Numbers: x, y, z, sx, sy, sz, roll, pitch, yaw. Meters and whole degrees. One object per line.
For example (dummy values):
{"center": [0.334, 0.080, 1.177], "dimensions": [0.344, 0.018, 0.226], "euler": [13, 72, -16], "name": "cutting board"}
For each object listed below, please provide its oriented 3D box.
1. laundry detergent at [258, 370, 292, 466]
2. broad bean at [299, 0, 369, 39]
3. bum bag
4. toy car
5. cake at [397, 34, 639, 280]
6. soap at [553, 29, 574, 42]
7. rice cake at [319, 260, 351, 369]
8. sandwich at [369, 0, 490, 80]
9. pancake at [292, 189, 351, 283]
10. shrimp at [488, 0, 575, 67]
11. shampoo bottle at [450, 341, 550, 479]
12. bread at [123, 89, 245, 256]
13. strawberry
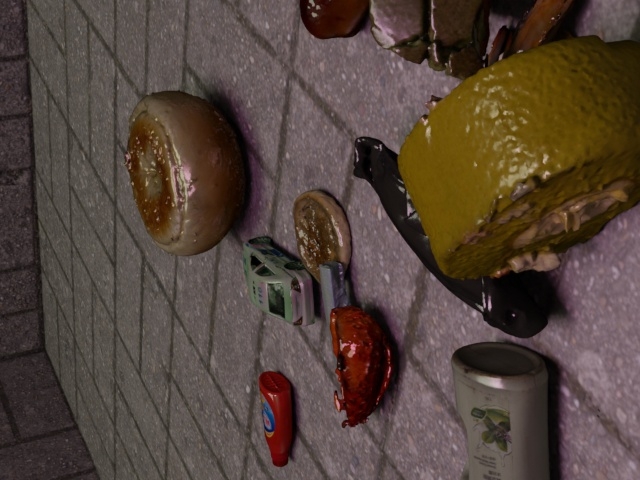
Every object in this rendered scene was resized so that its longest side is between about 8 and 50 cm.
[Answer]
{"center": [-0.077, 0.313, 1.781], "dimensions": [0.097, 0.049, 0.165], "euler": [-135, 39, -59], "name": "laundry detergent"}
{"center": [0.026, -0.323, 1.248], "dimensions": [0.114, 0.084, 0.165], "euler": [46, 137, 21], "name": "broad bean"}
{"center": [0.142, -0.004, 1.132], "dimensions": [0.326, 0.080, 0.142], "euler": [52, 180, 40], "name": "bum bag"}
{"center": [-0.078, 0.065, 1.641], "dimensions": [0.224, 0.076, 0.090], "euler": [31, 130, 57], "name": "toy car"}
{"center": [0.186, -0.067, 0.915], "dimensions": [0.156, 0.179, 0.260], "euler": [67, 154, 19], "name": "cake"}
{"center": [0.223, -0.162, 0.990], "dimensions": [0.034, 0.012, 0.089], "euler": [61, 150, 31], "name": "soap"}
{"center": [0.028, 0.114, 1.473], "dimensions": [0.042, 0.030, 0.180], "euler": [19, 126, 50], "name": "rice cake"}
{"center": [0.109, -0.294, 0.988], "dimensions": [0.212, 0.109, 0.292], "euler": [-57, -34, -73], "name": "sandwich"}
{"center": [0.001, 0.000, 1.502], "dimensions": [0.152, 0.025, 0.151], "euler": [34, 133, 47], "name": "pancake"}
{"center": [0.196, -0.197, 0.988], "dimensions": [0.178, 0.034, 0.124], "euler": [-61, 11, 20], "name": "shrimp"}
{"center": [0.200, 0.238, 1.131], "dimensions": [0.118, 0.087, 0.234], "euler": [18, 118, 58], "name": "shampoo bottle"}
{"center": [-0.228, -0.118, 1.771], "dimensions": [0.305, 0.159, 0.305], "euler": [40, 138, 49], "name": "bread"}
{"center": [0.056, 0.172, 1.426], "dimensions": [0.121, 0.082, 0.188], "euler": [-104, 7, -55], "name": "strawberry"}
